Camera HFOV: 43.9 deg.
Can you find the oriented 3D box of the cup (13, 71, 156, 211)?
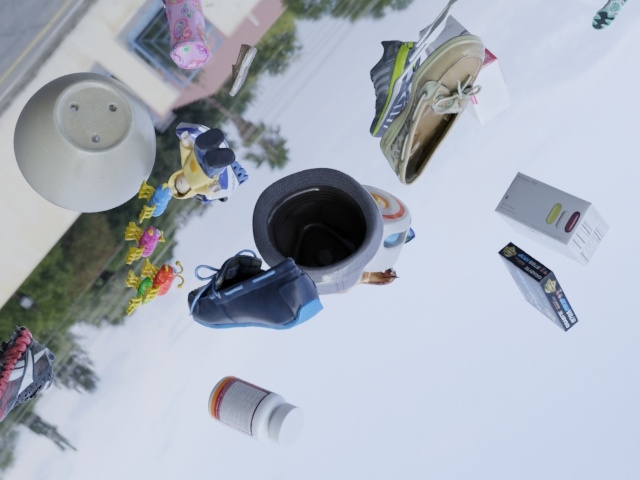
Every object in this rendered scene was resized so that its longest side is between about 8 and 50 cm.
[{"bbox_3d":[-0.525,-0.247,1.806,0.331,0.331,0.237,-54,-169,-18],"label":"cup"}]

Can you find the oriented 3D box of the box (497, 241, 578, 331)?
[{"bbox_3d":[0.571,0.121,2.078,0.051,0.220,0.175,-40,-143,-3],"label":"box"}]

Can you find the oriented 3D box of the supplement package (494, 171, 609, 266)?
[{"bbox_3d":[0.700,-0.066,2.397,0.261,0.204,0.145,31,-91,39],"label":"supplement package"}]

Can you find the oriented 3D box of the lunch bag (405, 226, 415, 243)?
[{"bbox_3d":[0.159,-0.026,2.090,0.128,0.151,0.096,0,-101,40],"label":"lunch bag"}]

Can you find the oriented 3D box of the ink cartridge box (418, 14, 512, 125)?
[{"bbox_3d":[0.327,-0.390,1.799,0.092,0.159,0.218,-34,-131,1],"label":"ink cartridge box"}]

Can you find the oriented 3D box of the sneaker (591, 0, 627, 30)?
[{"bbox_3d":[0.573,-0.457,1.551,0.098,0.038,0.069,-51,177,36],"label":"sneaker"}]

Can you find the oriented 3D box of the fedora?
[{"bbox_3d":[0.000,0.000,1.528,0.243,0.124,0.275,-25,-130,-11],"label":"fedora"}]

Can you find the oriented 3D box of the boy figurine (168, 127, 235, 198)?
[{"bbox_3d":[-0.311,-0.188,2.001,0.092,0.177,0.285,-27,179,-33],"label":"boy figurine"}]

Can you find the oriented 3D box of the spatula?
[{"bbox_3d":[0.230,-0.436,1.651,0.168,0.019,0.242,-63,-171,-29],"label":"spatula"}]

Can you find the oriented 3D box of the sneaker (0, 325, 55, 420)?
[{"bbox_3d":[-0.650,0.306,1.713,0.097,0.135,0.276,-43,-157,21],"label":"sneaker"}]

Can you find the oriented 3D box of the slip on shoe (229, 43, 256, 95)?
[{"bbox_3d":[-0.210,-0.440,2.042,0.135,0.041,0.051,-64,-178,14],"label":"slip on shoe"}]

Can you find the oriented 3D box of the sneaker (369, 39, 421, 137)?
[{"bbox_3d":[0.200,-0.451,2.345,0.111,0.121,0.300,-1,112,-56],"label":"sneaker"}]

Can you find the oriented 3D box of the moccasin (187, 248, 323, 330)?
[{"bbox_3d":[-0.117,0.072,1.329,0.341,0.117,0.137,-8,-161,48],"label":"moccasin"}]

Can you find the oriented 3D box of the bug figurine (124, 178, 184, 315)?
[{"bbox_3d":[-0.347,0.023,1.644,0.216,0.072,0.279,-47,-137,48],"label":"bug figurine"}]

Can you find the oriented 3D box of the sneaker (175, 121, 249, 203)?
[{"bbox_3d":[-0.366,-0.225,2.577,0.127,0.315,0.182,11,-116,38],"label":"sneaker"}]

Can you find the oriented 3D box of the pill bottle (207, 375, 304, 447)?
[{"bbox_3d":[-0.156,0.417,1.928,0.221,0.121,0.121,15,-122,31],"label":"pill bottle"}]

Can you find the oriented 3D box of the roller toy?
[{"bbox_3d":[0.102,-0.037,1.788,0.209,0.191,0.146,-97,-159,-59],"label":"roller toy"}]

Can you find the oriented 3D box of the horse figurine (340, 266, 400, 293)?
[{"bbox_3d":[0.072,0.080,2.202,0.263,0.175,0.066,-23,166,9],"label":"horse figurine"}]

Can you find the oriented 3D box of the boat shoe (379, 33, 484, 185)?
[{"bbox_3d":[0.193,-0.210,1.304,0.285,0.104,0.089,118,-39,-48],"label":"boat shoe"}]

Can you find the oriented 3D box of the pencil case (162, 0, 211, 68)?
[{"bbox_3d":[-0.400,-0.646,2.338,0.124,0.124,0.284,-37,-123,40],"label":"pencil case"}]
